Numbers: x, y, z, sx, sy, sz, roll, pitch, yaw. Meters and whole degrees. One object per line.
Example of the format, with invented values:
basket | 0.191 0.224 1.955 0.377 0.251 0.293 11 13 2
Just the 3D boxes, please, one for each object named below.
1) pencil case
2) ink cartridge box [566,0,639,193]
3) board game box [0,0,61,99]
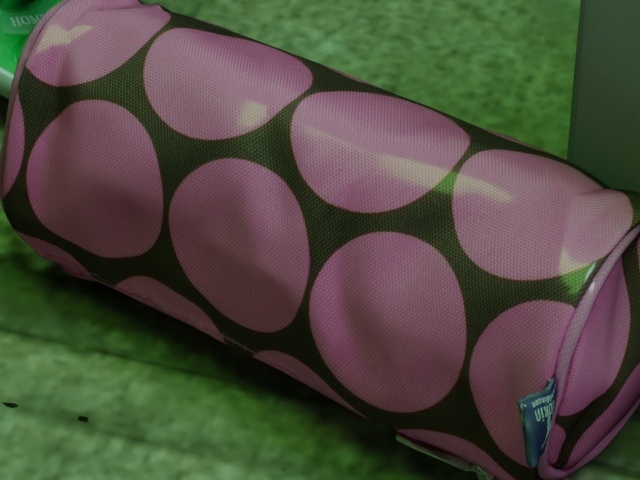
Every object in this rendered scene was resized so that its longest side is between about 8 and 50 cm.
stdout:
pencil case | 0.000 0.000 0.600 0.209 0.098 0.095 26 22 27
ink cartridge box | 0.230 -0.125 0.577 0.309 0.272 0.130 -31 53 -22
board game box | -0.196 -0.283 0.748 0.390 0.050 0.390 30 47 -17
